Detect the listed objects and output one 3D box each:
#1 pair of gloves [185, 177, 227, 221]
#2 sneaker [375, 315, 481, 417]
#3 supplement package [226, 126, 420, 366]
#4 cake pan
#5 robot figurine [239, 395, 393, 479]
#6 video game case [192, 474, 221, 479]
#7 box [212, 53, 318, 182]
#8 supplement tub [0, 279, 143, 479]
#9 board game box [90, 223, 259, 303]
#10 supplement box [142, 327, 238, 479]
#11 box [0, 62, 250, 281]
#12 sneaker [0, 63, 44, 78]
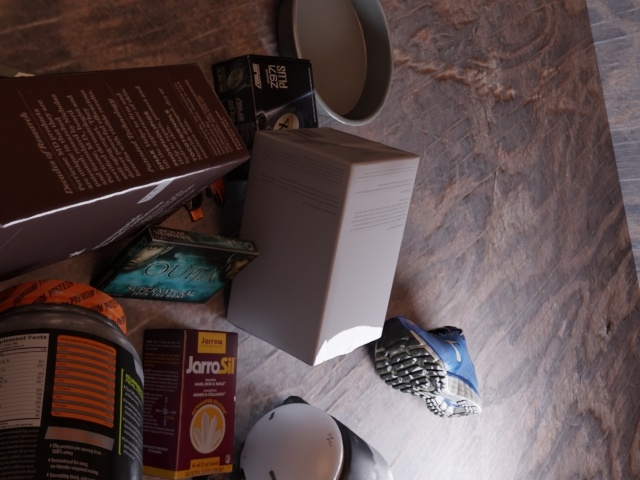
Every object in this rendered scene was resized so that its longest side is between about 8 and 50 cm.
[{"bbox_3d":[-0.168,-0.073,1.145,0.083,0.010,0.074,-35,115,-45],"label":"pair of gloves"},{"bbox_3d":[0.206,0.222,1.532,0.330,0.130,0.147,45,39,-44],"label":"sneaker"},{"bbox_3d":[0.000,0.000,1.151,0.177,0.175,0.293,-13,119,-52],"label":"supplement package"},{"bbox_3d":[0.027,-0.342,1.380,0.293,0.054,0.293,6,82,-51],"label":"cake pan"},{"bbox_3d":[-0.002,0.359,1.198,0.173,0.209,0.278,-55,132,-12],"label":"robot figurine"},{"bbox_3d":[-0.141,0.502,1.114,0.248,0.035,0.275,47,53,-39],"label":"video game case"},{"bbox_3d":[-0.078,-0.185,1.215,0.147,0.077,0.180,-10,95,-51],"label":"box"},{"bbox_3d":[-0.271,0.207,0.778,0.193,0.193,0.316,41,29,-42],"label":"supplement tub"},{"bbox_3d":[-0.184,0.035,1.030,0.186,0.126,0.026,9,48,-51],"label":"board game box"},{"bbox_3d":[-0.175,0.212,1.057,0.104,0.081,0.188,11,78,-51],"label":"supplement box"},{"bbox_3d":[-0.260,-0.068,0.811,0.143,0.191,0.381,60,31,3],"label":"box"},{"bbox_3d":[-0.356,-0.132,0.871,0.222,0.083,0.118,10,91,-51],"label":"sneaker"}]
